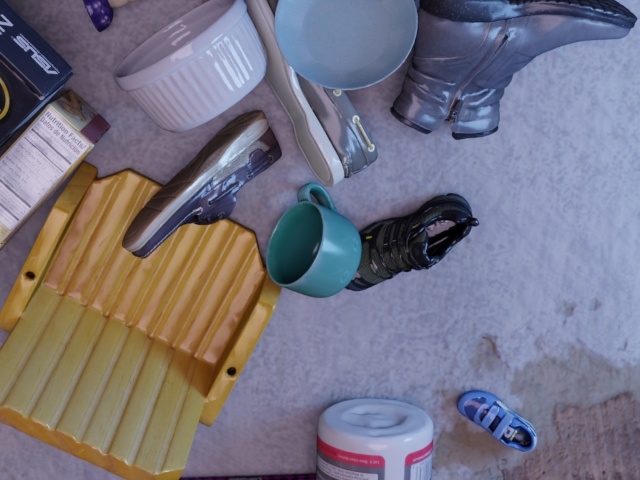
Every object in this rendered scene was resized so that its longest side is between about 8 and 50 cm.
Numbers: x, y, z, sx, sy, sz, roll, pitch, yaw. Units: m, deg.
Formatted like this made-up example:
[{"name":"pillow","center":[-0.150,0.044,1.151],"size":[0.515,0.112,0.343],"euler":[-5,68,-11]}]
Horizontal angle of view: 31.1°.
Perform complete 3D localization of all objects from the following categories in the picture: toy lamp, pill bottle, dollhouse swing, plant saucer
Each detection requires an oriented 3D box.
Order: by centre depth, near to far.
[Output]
[{"name":"plant saucer","center":[0.035,-0.293,1.570],"size":[0.195,0.037,0.195],"euler":[0,79,2]},{"name":"dollhouse swing","center":[-0.258,0.109,1.604],"size":[0.347,0.305,0.315],"euler":[27,101,-8]},{"name":"toy lamp","center":[-0.196,-0.373,1.607],"size":[0.275,0.080,0.080],"euler":[-22,103,2]},{"name":"pill bottle","center":[0.079,0.417,1.757],"size":[0.176,0.176,0.318],"euler":[1,103,-3]}]

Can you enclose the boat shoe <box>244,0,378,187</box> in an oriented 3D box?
[{"name":"boat shoe","center":[-0.016,-0.230,1.639],"size":[0.091,0.109,0.305],"euler":[-27,97,-17]}]

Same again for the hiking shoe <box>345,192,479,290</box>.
[{"name":"hiking shoe","center":[0.124,0.007,1.693],"size":[0.227,0.114,0.086],"euler":[-32,102,5]}]

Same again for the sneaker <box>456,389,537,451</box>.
[{"name":"sneaker","center":[0.280,0.283,1.795],"size":[0.144,0.059,0.053],"euler":[29,103,-8]}]

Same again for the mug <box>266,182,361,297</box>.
[{"name":"mug","center":[0.003,0.006,1.680],"size":[0.097,0.129,0.157],"euler":[23,92,-37]}]

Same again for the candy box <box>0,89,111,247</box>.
[{"name":"candy box","center":[-0.438,-0.063,1.615],"size":[0.087,0.183,0.316],"euler":[42,98,-12]}]

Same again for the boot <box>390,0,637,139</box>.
[{"name":"boot","center":[0.271,-0.257,1.649],"size":[0.338,0.118,0.222],"euler":[2,121,-15]}]

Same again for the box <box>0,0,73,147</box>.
[{"name":"box","center":[-0.562,-0.216,1.534],"size":[0.395,0.097,0.318],"euler":[-34,104,35]}]

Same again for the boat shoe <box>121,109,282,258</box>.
[{"name":"boat shoe","center":[-0.159,-0.067,1.632],"size":[0.285,0.103,0.092],"euler":[-48,112,-24]}]

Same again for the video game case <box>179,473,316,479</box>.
[{"name":"video game case","center":[-0.113,0.477,1.831],"size":[0.232,0.042,0.210],"euler":[-1,105,-3]}]

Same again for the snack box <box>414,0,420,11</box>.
[{"name":"snack box","center":[0.101,-0.471,1.607],"size":[0.187,0.060,0.322],"euler":[12,103,-5]}]

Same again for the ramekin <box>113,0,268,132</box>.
[{"name":"ramekin","center":[-0.170,-0.239,1.581],"size":[0.207,0.207,0.109],"euler":[-32,113,5]}]
